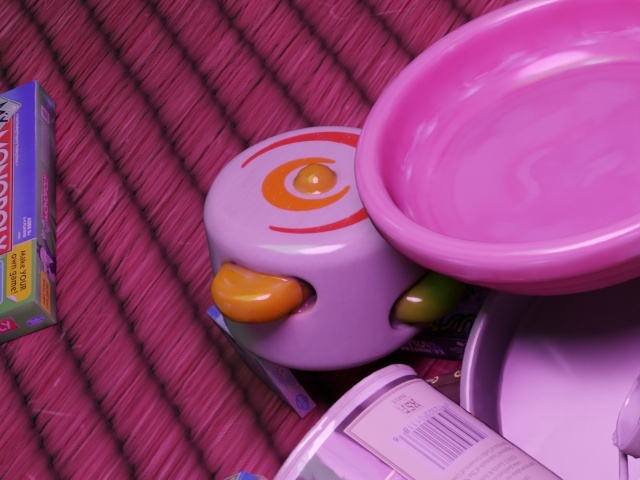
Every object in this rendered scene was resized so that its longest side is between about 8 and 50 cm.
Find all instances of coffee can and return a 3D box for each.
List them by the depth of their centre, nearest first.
[{"bbox_3d":[0.109,0.242,1.253,0.275,0.201,0.201,35,74,22],"label":"coffee can"}]

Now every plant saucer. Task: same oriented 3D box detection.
[{"bbox_3d":[0.193,-0.072,1.400,0.332,0.084,0.332,-15,38,12],"label":"plant saucer"}]

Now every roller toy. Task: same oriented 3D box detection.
[{"bbox_3d":[0.000,0.000,1.528,0.209,0.146,0.191,-15,37,-8],"label":"roller toy"}]

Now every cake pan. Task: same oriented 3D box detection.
[{"bbox_3d":[0.252,0.115,1.372,0.293,0.054,0.293,-5,71,16],"label":"cake pan"}]

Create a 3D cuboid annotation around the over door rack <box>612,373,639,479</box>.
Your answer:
[{"bbox_3d":[0.295,0.199,1.135,0.239,0.108,0.324,26,27,2],"label":"over door rack"}]

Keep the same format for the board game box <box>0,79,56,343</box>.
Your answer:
[{"bbox_3d":[-0.378,-0.010,1.917,0.213,0.046,0.317,-21,46,14],"label":"board game box"}]

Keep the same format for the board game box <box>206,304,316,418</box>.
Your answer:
[{"bbox_3d":[-0.051,0.103,1.600,0.020,0.090,0.090,-41,45,-8],"label":"board game box"}]

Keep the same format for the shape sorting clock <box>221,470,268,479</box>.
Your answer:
[{"bbox_3d":[-0.121,0.261,1.490,0.206,0.040,0.206,-34,16,11],"label":"shape sorting clock"}]

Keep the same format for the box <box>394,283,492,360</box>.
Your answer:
[{"bbox_3d":[0.111,0.047,1.593,0.207,0.036,0.114,4,56,32],"label":"box"}]

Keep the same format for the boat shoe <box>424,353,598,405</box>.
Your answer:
[{"bbox_3d":[0.142,0.119,1.487,0.207,0.073,0.073,-19,49,15],"label":"boat shoe"}]
